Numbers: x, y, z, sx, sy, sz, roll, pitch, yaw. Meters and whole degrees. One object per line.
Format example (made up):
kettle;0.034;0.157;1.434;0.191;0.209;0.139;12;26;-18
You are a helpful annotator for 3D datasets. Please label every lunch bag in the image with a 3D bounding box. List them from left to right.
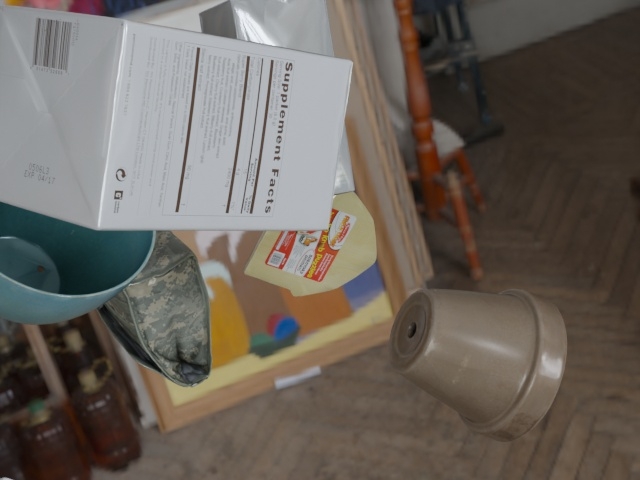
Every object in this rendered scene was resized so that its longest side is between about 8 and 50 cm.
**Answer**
lunch bag;-0.304;0.109;2.094;0.169;0.287;0.235;-27;40;-19

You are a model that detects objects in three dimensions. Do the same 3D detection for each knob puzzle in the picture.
knob puzzle;0.000;0.000;1.798;0.213;0.213;0.030;-19;32;-10

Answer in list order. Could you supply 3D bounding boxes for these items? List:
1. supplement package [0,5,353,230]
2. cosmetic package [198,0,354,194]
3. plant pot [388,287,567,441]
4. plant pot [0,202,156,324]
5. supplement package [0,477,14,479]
supplement package;-0.136;-0.108;1.094;0.177;0.175;0.293;14;9;39
cosmetic package;-0.050;-0.160;1.345;0.127;0.238;0.107;-9;2;-28
plant pot;0.246;0.187;1.977;0.229;0.263;0.263;19;22;-22
plant pot;-0.402;0.004;1.636;0.290;0.195;0.290;19;48;-22
supplement package;-0.386;0.388;1.402;0.105;0.105;0.179;-17;53;41
